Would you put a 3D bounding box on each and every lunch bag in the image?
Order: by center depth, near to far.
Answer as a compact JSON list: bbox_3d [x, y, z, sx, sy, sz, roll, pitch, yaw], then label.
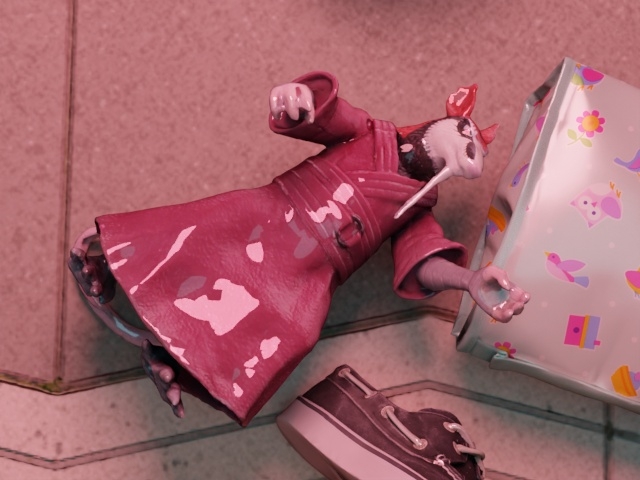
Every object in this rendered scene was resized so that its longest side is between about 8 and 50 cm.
[{"bbox_3d":[0.252,0.011,1.133,0.223,0.160,0.262,20,78,-3],"label":"lunch bag"}]

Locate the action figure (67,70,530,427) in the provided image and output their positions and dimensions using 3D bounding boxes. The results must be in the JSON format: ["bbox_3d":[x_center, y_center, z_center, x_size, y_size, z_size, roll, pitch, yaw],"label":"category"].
[{"bbox_3d":[0.000,0.000,1.093,0.370,0.275,0.248,-33,94,-15],"label":"action figure"}]

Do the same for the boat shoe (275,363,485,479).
[{"bbox_3d":[0.085,0.185,1.061,0.102,0.301,0.108,-43,125,-15],"label":"boat shoe"}]
